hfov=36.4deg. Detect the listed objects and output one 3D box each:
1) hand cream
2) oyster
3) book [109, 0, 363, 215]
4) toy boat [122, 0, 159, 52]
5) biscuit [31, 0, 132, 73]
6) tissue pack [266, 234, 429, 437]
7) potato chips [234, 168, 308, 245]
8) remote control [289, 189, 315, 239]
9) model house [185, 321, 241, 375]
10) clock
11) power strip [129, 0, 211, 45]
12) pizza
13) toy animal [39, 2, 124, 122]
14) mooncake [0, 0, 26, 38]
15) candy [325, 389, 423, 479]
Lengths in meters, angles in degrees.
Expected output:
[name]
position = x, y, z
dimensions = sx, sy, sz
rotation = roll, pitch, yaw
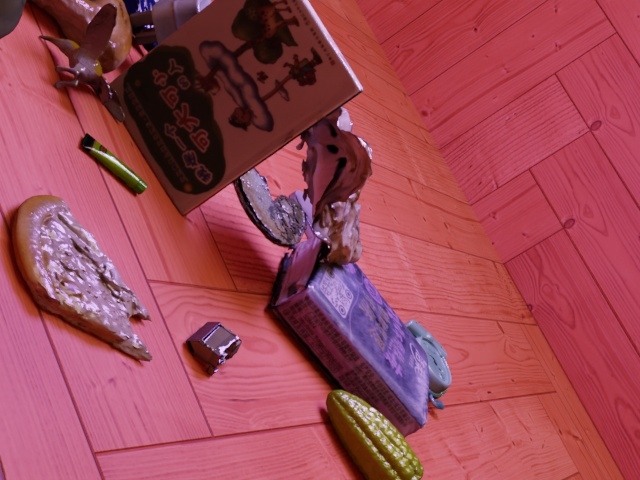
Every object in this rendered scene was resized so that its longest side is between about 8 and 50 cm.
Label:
[hand cream]
position = -0.317, -0.116, 1.492
dimensions = 0.122, 0.023, 0.036
rotation = 42, 28, -26
[oyster]
position = 0.030, -0.083, 1.646
dimensions = 0.351, 0.115, 0.238
rotation = 84, -4, -46
[book]
position = -0.147, -0.245, 1.569
dimensions = 0.260, 0.371, 0.043
rotation = 58, 19, 5
[toy boat]
position = -0.317, -0.414, 1.917
dimensions = 0.318, 0.072, 0.219
rotation = 50, 16, -47
[biscuit]
position = -0.418, -0.422, 1.625
dimensions = 0.274, 0.091, 0.213
rotation = 40, 28, -34
[tissue pack]
position = 0.067, 0.173, 1.812
dimensions = 0.361, 0.122, 0.259
rotation = 52, 22, -18
[potato chips]
position = -0.097, -0.072, 1.938
dimensions = 0.220, 0.029, 0.202
rotation = 23, 39, -53
[remote control]
position = 0.000, 0.000, 2.055
dimensions = 0.077, 0.022, 0.245
rotation = 7, 53, -62
[model house]
position = -0.155, 0.150, 1.428
dimensions = 0.058, 0.057, 0.083
rotation = 33, 38, 10
[clock]
position = 0.228, 0.275, 2.108
dimensions = 0.148, 0.060, 0.188
rotation = 44, 24, -33
[power strip]
position = -0.249, -0.299, 1.740
dimensions = 0.229, 0.141, 0.261
rotation = -75, 157, -64
[pizza]
position = -0.298, 0.057, 1.251
dimensions = 0.262, 0.034, 0.181
rotation = 50, 20, -20
[toy animal]
position = -0.378, -0.278, 1.508
dimensions = 0.155, 0.219, 0.095
rotation = 18, 45, 0
[mooncake]
position = -0.487, -0.348, 1.053
dimensions = 0.356, 0.194, 0.356
rotation = 22, 61, -48
[candy]
position = 0.083, 0.336, 1.639
dimensions = 0.209, 0.097, 0.097
rotation = 51, 20, 2
